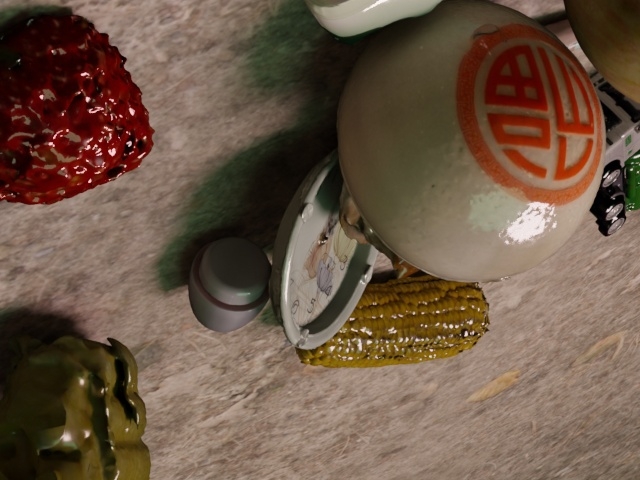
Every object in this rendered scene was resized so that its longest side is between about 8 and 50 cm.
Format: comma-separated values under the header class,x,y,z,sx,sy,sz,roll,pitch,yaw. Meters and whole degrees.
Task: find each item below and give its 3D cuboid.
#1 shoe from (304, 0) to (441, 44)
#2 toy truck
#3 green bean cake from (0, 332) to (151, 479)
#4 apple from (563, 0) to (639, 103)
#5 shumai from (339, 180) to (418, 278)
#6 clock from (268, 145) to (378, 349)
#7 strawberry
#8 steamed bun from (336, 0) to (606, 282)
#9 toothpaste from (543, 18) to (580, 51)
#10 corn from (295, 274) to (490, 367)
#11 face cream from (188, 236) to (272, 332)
class,x,y,z,sx,sy,sz,roll,pitch,yaw
shoe,0.102,-0.268,1.445,0.265,0.095,0.110,-26,156,-4
toy truck,0.358,-0.102,1.934,0.125,0.101,0.242,-37,154,-5
green bean cake,-0.330,0.243,1.620,0.310,0.285,0.202,-10,174,2
apple,0.367,-0.258,1.562,0.257,0.234,0.257,-14,141,-11
shumai,0.106,-0.060,1.660,0.201,0.120,0.201,-45,151,-35
clock,0.000,0.000,1.698,0.236,0.053,0.236,-44,142,-49
strawberry,-0.218,-0.085,1.359,0.190,0.111,0.236,-47,149,17
steamed bun,0.162,-0.104,1.534,0.283,0.283,0.177,-12,175,-35
toothpaste,0.282,-0.228,1.737,0.205,0.036,0.056,-20,149,-32
corn,0.091,0.104,1.957,0.318,0.115,0.115,-5,139,-41
face cream,-0.098,0.049,1.700,0.091,0.091,0.095,-19,155,-26
